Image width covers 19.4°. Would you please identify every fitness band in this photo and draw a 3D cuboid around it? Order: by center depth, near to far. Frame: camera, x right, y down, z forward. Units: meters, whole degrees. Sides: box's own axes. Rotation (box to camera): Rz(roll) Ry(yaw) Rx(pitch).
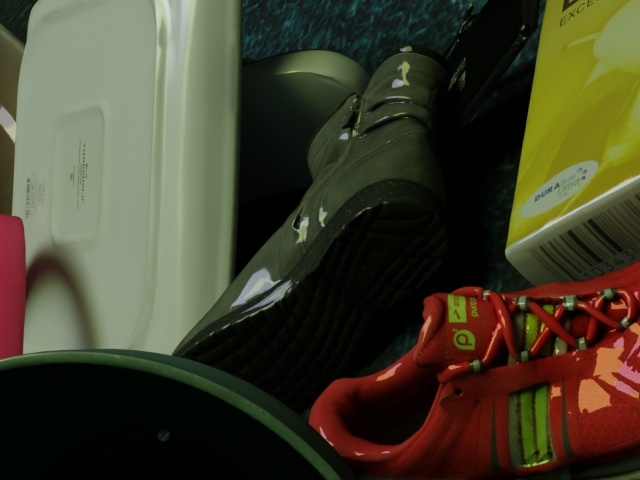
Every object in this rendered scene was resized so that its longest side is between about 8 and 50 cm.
[{"bbox_3d":[-0.246,0.123,1.323,0.209,0.054,0.291,122,151,-63],"label":"fitness band"}]

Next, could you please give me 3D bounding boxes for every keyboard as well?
[{"bbox_3d":[0.097,-0.096,1.156,0.192,0.038,0.100,127,156,-47],"label":"keyboard"}]

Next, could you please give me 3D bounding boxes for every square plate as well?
[{"bbox_3d":[-0.154,-0.041,1.347,0.344,0.049,0.347,-6,81,60],"label":"square plate"}]

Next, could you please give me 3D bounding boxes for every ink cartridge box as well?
[{"bbox_3d":[0.238,-0.147,0.962,0.303,0.072,0.307,-33,33,38],"label":"ink cartridge box"}]

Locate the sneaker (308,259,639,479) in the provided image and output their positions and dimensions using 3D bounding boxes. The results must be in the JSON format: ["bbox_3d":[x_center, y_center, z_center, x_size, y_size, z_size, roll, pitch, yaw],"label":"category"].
[{"bbox_3d":[0.101,0.059,0.862,0.279,0.118,0.107,-35,30,35],"label":"sneaker"}]

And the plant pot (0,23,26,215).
[{"bbox_3d":[-0.438,-0.034,1.759,0.305,0.334,0.334,-49,22,34],"label":"plant pot"}]

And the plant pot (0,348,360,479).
[{"bbox_3d":[-0.090,0.184,0.892,0.293,0.293,0.196,-49,-2,8],"label":"plant pot"}]

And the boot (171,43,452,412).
[{"bbox_3d":[0.000,0.000,1.156,0.246,0.083,0.161,-42,26,33],"label":"boot"}]

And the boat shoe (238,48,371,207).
[{"bbox_3d":[-0.056,-0.085,1.367,0.301,0.108,0.102,-32,32,52],"label":"boat shoe"}]
